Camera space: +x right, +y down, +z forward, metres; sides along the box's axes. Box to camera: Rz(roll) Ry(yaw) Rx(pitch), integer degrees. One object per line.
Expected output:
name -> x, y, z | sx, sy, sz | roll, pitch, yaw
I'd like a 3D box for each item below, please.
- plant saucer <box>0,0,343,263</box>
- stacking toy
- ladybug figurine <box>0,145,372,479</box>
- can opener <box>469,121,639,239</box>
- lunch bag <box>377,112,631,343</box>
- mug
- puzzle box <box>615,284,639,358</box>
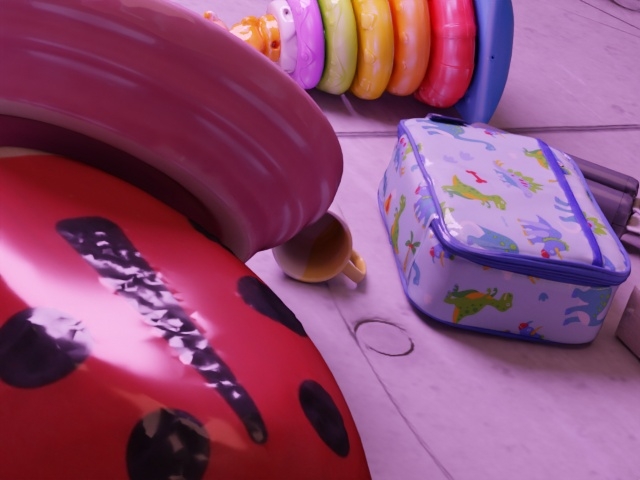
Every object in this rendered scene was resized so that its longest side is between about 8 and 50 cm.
plant saucer -> -0.152, -0.067, 1.212 | 0.332, 0.332, 0.084 | 18, 68, 1
stacking toy -> 0.011, -0.191, 1.654 | 0.302, 0.175, 0.166 | -9, 35, -16
ladybug figurine -> -0.127, 0.085, 1.042 | 0.305, 0.162, 0.449 | -10, 39, -41
can opener -> 0.259, -0.053, 1.567 | 0.283, 0.095, 0.076 | 21, 28, 6
lunch bag -> 0.146, -0.012, 1.444 | 0.176, 0.090, 0.219 | 12, 30, -15
mug -> -0.004, -0.001, 1.387 | 0.062, 0.078, 0.064 | -16, 20, 6
puzzle box -> 0.444, 0.158, 1.342 | 0.272, 0.052, 0.409 | -2, 34, -32
